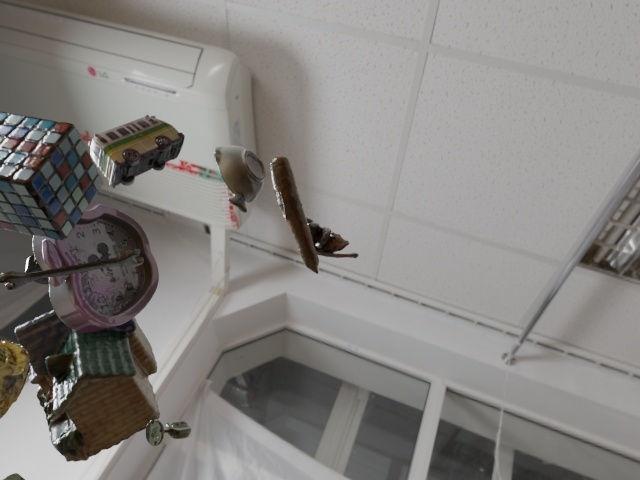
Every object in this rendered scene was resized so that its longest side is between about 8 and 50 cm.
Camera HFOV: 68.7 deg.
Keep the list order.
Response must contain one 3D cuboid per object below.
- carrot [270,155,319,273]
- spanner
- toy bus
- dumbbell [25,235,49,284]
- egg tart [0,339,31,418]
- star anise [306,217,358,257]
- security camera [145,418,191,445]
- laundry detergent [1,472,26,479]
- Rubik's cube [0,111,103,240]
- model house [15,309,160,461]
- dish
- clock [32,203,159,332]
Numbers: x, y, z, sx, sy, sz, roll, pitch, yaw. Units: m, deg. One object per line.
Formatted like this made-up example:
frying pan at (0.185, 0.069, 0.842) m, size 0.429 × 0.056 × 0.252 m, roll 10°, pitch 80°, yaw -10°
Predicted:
carrot at (-0.072, -0.066, 1.299) m, size 0.070 × 0.070 × 0.343 m, roll -15°, pitch -86°, yaw 40°
spanner at (-0.470, 0.054, 0.897) m, size 0.015 × 0.254 × 0.054 m, roll 64°, pitch -32°, yaw 25°
toy bus at (-0.669, -0.340, 1.712) m, size 0.179 × 0.305 × 0.143 m, roll 45°, pitch -43°, yaw 5°
dumbbell at (-0.898, 0.025, 1.579) m, size 0.152 × 0.218 × 0.153 m, roll -9°, pitch -29°, yaw -5°
egg tart at (-0.722, 0.276, 0.905) m, size 0.289 × 0.290 × 0.116 m, roll 8°, pitch -60°, yaw 23°
star anise at (0.000, 0.000, 1.476) m, size 0.231 × 0.089 × 0.209 m, roll 26°, pitch -8°, yaw 41°
security camera at (-0.333, 0.420, 1.043) m, size 0.058 × 0.058 × 0.092 m, roll -2°, pitch -9°, yaw 32°
laundry detergent at (-0.584, 0.543, 0.791) m, size 0.090 × 0.253 × 0.181 m, roll 18°, pitch -43°, yaw 28°
Rubik's cube at (-0.607, -0.134, 0.985) m, size 0.186 × 0.182 × 0.184 m, roll 11°, pitch -38°, yaw 4°
model house at (-0.773, 0.394, 1.529) m, size 0.445 × 0.394 × 0.400 m, roll 46°, pitch -30°, yaw 47°
dish at (-0.233, -0.211, 1.472) m, size 0.078 × 0.246 × 0.224 m, roll -23°, pitch -37°, yaw 23°
clock at (-0.592, 0.070, 1.243) m, size 0.102 × 0.339 × 0.339 m, roll -19°, pitch -57°, yaw 24°
